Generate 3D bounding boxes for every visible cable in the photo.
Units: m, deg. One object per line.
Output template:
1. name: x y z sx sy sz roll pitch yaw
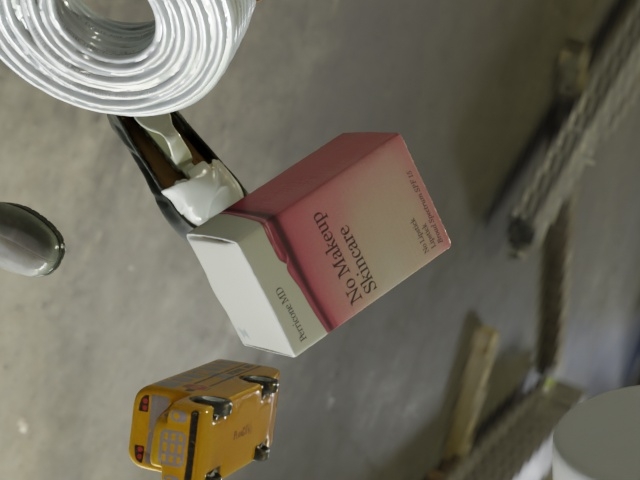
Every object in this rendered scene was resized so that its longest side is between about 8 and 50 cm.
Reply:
1. cable: -0.189 -0.226 1.349 0.257 0.257 0.089 -33 -151 39

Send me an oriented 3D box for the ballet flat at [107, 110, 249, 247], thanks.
1. ballet flat: -0.158 -0.079 1.709 0.095 0.280 0.096 -38 165 -12

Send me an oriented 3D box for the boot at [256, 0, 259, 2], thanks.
1. boot: -0.060 -0.338 1.573 0.096 0.264 0.280 34 35 -34

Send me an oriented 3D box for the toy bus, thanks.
1. toy bus: -0.141 0.226 1.882 0.332 0.130 0.108 -11 109 -73

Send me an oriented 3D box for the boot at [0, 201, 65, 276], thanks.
1. boot: -0.440 -0.018 1.779 0.083 0.246 0.161 -66 166 13

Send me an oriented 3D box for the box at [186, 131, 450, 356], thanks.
1. box: 0.000 0.000 1.626 0.232 0.127 0.149 -35 110 -24

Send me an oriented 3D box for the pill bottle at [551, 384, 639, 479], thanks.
1. pill bottle: 0.253 0.296 1.032 0.204 0.204 0.361 -34 124 -57
